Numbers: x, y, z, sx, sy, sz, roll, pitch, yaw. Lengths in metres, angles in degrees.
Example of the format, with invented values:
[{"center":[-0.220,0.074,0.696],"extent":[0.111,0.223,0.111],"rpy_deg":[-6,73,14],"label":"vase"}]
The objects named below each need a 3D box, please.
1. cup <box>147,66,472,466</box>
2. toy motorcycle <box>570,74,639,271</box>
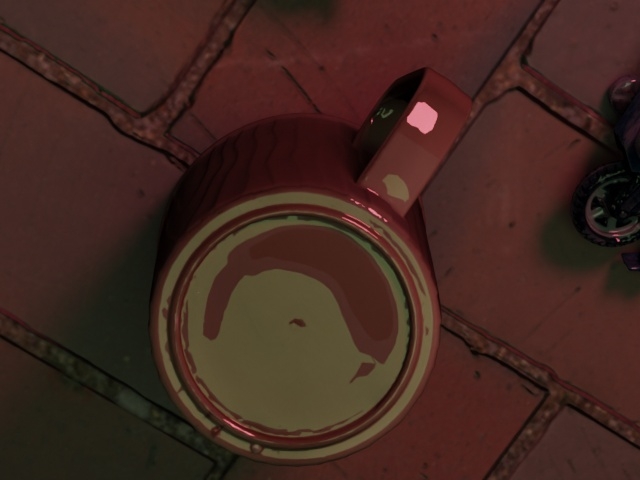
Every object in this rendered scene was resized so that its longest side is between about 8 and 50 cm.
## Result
[{"center":[0.008,0.017,1.458],"extent":[0.288,0.273,0.208],"rpy_deg":[-26,101,5],"label":"cup"},{"center":[0.299,-0.083,1.551],"extent":[0.135,0.092,0.254],"rpy_deg":[24,113,-21],"label":"toy motorcycle"}]
